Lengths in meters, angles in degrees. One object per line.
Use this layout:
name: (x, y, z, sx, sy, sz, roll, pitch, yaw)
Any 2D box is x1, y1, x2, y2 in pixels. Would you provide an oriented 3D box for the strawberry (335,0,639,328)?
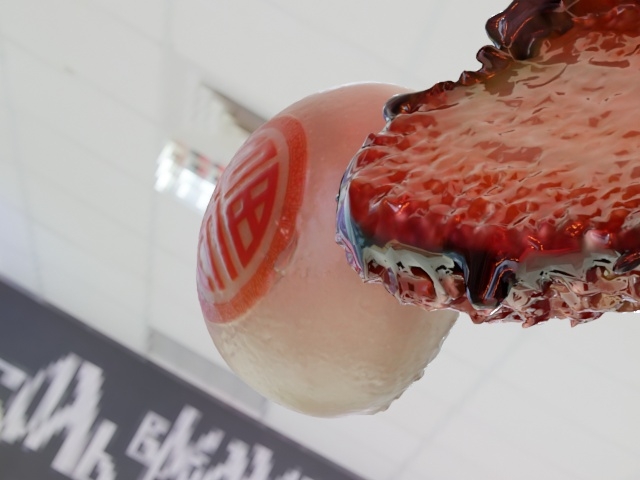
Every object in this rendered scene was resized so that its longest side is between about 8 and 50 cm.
strawberry: (0.149, -0.013, 0.944, 0.306, 0.233, 0.137, 36, -21, 58)

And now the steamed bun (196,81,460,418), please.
steamed bun: (0.000, 0.000, 1.520, 0.177, 0.283, 0.283, 19, -12, -25)
